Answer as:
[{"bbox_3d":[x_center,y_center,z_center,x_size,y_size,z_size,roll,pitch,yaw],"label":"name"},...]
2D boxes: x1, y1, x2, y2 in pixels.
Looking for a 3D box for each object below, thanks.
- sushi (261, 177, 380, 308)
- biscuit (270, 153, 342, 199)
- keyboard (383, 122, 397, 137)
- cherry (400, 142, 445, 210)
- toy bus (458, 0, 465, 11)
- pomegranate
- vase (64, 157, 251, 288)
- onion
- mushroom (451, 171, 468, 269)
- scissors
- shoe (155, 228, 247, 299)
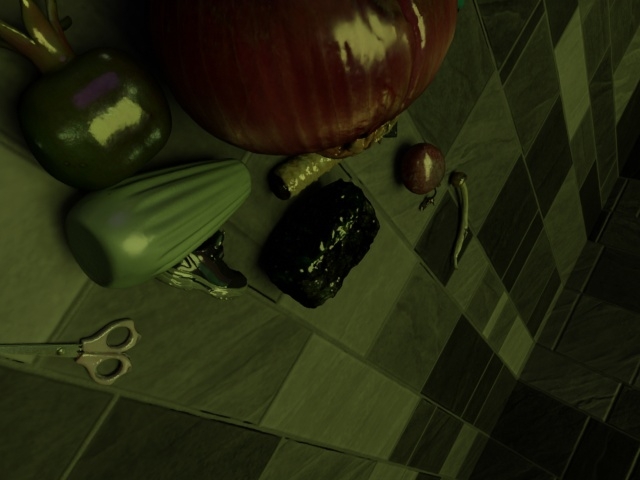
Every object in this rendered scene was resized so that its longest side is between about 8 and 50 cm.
[{"bbox_3d":[0.000,0.000,0.866,0.225,0.124,0.127,-51,138,-10],"label":"sushi"},{"bbox_3d":[0.000,-0.145,0.852,0.219,0.061,0.055,-38,155,-28],"label":"biscuit"},{"bbox_3d":[-0.018,-0.212,0.785,0.381,0.041,0.103,-8,102,-39],"label":"keyboard"},{"bbox_3d":[0.230,-0.128,1.097,0.107,0.090,0.225,-59,150,-27],"label":"cherry"},{"bbox_3d":[0.201,-0.468,0.891,0.160,0.091,0.079,-12,118,-45],"label":"toy bus"},{"bbox_3d":[-0.256,-0.152,0.518,0.152,0.131,0.191,-45,114,-17],"label":"pomegranate"},{"bbox_3d":[-0.191,-0.039,0.640,0.248,0.128,0.128,-37,133,-44],"label":"vase"},{"bbox_3d":[-0.023,-0.261,0.549,0.353,0.353,0.354,-24,124,-40],"label":"onion"},{"bbox_3d":[0.379,-0.055,1.335,0.068,0.043,0.306,-26,129,-17],"label":"mushroom"},{"bbox_3d":[-0.330,0.147,0.654,0.189,0.015,0.100,17,93,-48],"label":"scissors"},{"bbox_3d":[-0.168,0.028,0.737,0.169,0.071,0.099,19,91,-47],"label":"shoe"}]
